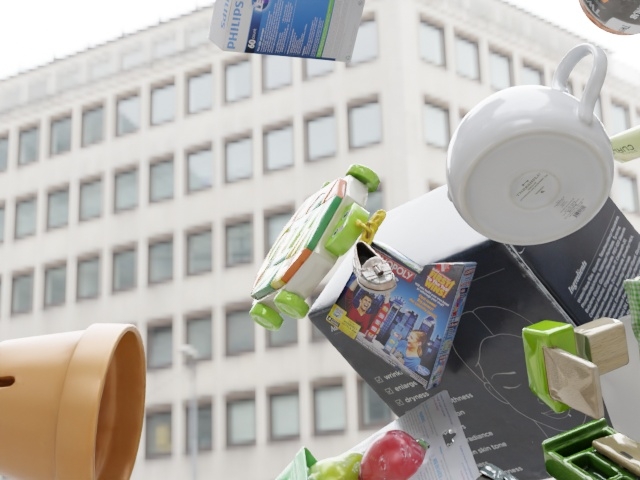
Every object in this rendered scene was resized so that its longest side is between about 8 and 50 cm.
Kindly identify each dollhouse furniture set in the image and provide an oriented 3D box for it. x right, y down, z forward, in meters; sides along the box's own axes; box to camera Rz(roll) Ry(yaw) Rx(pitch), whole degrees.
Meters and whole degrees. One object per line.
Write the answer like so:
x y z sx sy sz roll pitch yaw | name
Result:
0.395 0.149 1.428 0.301 0.197 0.151 -18 19 -21 | dollhouse furniture set

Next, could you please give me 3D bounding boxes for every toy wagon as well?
0.000 0.000 2.044 0.068 0.267 0.344 34 -22 -11 | toy wagon

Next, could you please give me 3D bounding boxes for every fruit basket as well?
0.082 0.402 2.057 0.353 0.165 0.327 -28 17 4 | fruit basket

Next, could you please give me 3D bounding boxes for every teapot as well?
0.294 -0.134 1.867 0.256 0.187 0.252 -11 -48 8 | teapot

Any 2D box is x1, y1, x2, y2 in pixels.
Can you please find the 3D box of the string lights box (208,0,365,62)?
-0.058 -0.400 2.335 0.259 0.133 0.077 2 25 -28 | string lights box

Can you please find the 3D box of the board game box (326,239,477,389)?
0.139 0.089 1.962 0.194 0.194 0.060 34 14 19 | board game box

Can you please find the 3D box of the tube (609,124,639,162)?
0.606 -0.185 2.486 0.062 0.070 0.240 -33 5 -23 | tube

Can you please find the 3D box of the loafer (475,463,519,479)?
0.214 0.327 1.526 0.084 0.096 0.267 -41 -1 -4 | loafer

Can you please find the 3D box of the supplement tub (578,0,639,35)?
0.495 -0.428 1.952 0.193 0.193 0.316 0 -11 -3 | supplement tub

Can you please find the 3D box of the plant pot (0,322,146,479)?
-0.401 0.264 2.000 0.203 0.291 0.291 5 -17 6 | plant pot

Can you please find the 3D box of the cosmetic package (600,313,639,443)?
0.543 0.270 1.813 0.217 0.385 0.156 -9 -16 -26 | cosmetic package

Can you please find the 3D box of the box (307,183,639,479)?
0.326 0.145 2.246 0.472 0.297 0.480 48 -42 -17 | box

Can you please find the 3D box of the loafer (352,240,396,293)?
0.066 0.035 1.736 0.045 0.039 0.125 -14 19 -11 | loafer
